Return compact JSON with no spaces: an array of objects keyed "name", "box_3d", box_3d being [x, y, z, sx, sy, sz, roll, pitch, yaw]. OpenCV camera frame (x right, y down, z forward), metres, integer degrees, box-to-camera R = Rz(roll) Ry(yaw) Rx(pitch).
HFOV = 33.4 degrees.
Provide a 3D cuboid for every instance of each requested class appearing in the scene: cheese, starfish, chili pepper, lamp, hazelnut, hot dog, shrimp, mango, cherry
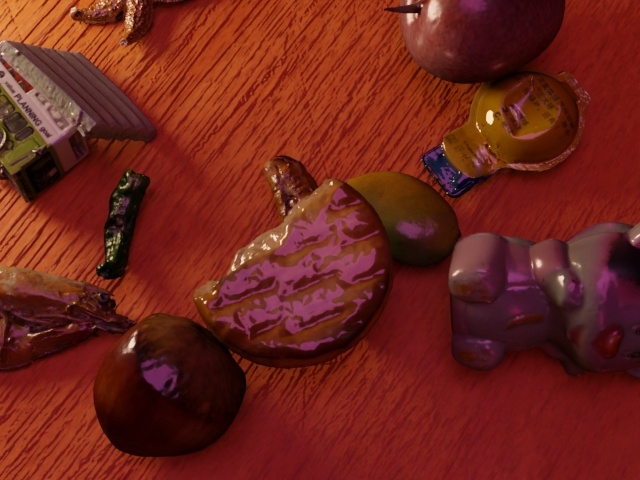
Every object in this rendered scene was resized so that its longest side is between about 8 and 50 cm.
[{"name":"cheese","box_3d":[0.281,-0.166,1.600,0.270,0.069,0.177,-33,71,-8]},{"name":"starfish","box_3d":[-0.291,-0.412,1.722,0.240,0.043,0.227,-11,70,-6]},{"name":"chili pepper","box_3d":[-0.292,-0.017,1.553,0.050,0.073,0.182,17,63,-17]},{"name":"lamp","box_3d":[0.336,0.067,1.455,0.301,0.247,0.247,2,29,14]},{"name":"hazelnut","box_3d":[-0.211,0.203,1.418,0.208,0.208,0.208,0,69,1]},{"name":"hot dog","box_3d":[0.001,0.000,1.534,0.068,0.083,0.289,-35,70,23]},{"name":"shrimp","box_3d":[-0.407,0.112,1.517,0.294,0.062,0.154,3,81,5]},{"name":"mango","box_3d":[0.115,-0.040,1.546,0.191,0.085,0.122,38,77,13]},{"name":"cherry","box_3d":[0.222,-0.340,1.587,0.285,0.213,0.236,-7,51,-18]}]

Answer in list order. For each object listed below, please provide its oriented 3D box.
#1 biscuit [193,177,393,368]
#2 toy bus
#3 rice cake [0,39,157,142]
[{"name":"biscuit","box_3d":[-0.022,0.062,1.433,0.274,0.091,0.213,-34,76,-10]},{"name":"toy bus","box_3d":[-0.489,-0.209,1.615,0.139,0.113,0.302,-36,71,-16]},{"name":"rice cake","box_3d":[-0.357,-0.222,1.589,0.198,0.189,0.037,45,110,19]}]
